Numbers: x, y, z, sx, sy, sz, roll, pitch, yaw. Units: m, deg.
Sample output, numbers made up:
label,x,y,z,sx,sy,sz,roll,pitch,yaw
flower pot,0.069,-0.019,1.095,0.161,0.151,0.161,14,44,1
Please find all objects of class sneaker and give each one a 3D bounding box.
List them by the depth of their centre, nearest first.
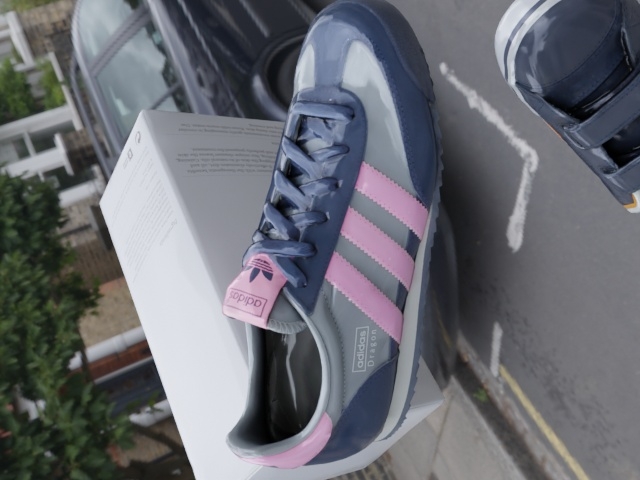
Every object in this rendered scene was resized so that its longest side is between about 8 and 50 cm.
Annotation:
label,x,y,z,sx,sy,sz,roll,pitch,yaw
sneaker,0.000,0.000,0.466,0.112,0.131,0.319,8,102,44
sneaker,0.276,-0.114,0.630,0.321,0.126,0.127,22,-148,-46

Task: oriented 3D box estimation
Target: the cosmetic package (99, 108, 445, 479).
label,x,y,z,sx,sy,sz,roll,pitch,yaw
cosmetic package,-0.064,0.052,0.714,0.155,0.197,0.365,-51,53,39
